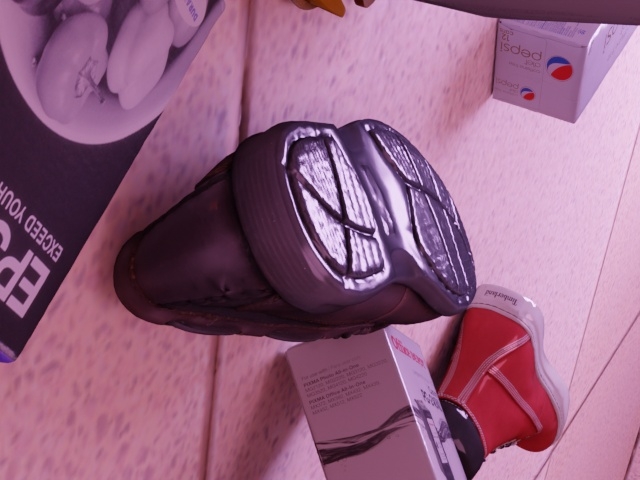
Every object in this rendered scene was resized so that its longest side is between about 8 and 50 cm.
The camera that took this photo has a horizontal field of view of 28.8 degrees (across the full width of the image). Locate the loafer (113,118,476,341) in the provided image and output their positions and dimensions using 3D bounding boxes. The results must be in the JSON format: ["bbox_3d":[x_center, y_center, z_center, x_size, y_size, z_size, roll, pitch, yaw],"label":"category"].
[{"bbox_3d":[0.000,0.000,0.622,0.302,0.095,0.109,5,64,-70],"label":"loafer"}]

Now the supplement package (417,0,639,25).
[{"bbox_3d":[0.129,-0.198,0.531,0.262,0.199,0.198,-12,108,-65],"label":"supplement package"}]

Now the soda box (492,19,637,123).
[{"bbox_3d":[0.206,-0.185,0.950,0.216,0.069,0.074,-51,152,-37],"label":"soda box"}]

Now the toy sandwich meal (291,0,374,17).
[{"bbox_3d":[0.010,-0.140,0.570,0.085,0.029,0.086,-50,151,-41],"label":"toy sandwich meal"}]

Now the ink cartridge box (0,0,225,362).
[{"bbox_3d":[-0.116,-0.046,0.335,0.208,0.045,0.206,-62,158,-16],"label":"ink cartridge box"}]

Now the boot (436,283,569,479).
[{"bbox_3d":[0.143,0.171,1.101,0.176,0.088,0.244,-60,149,-22],"label":"boot"}]

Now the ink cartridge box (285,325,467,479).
[{"bbox_3d":[0.043,0.129,0.730,0.109,0.063,0.151,39,31,-68],"label":"ink cartridge box"}]
